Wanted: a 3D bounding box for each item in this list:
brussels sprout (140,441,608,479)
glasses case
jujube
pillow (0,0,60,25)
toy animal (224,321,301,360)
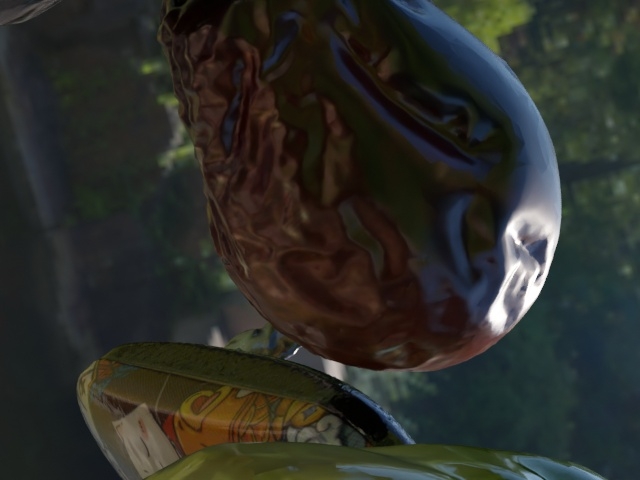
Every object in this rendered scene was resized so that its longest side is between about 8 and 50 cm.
[{"bbox_3d":[0.007,0.181,0.476,0.294,0.259,0.227,83,-6,-56],"label":"brussels sprout"},{"bbox_3d":[-0.040,0.125,1.027,0.321,0.082,0.122,4,-48,57],"label":"glasses case"},{"bbox_3d":[0.014,-0.046,0.838,0.236,0.168,0.168,54,16,-34],"label":"jujube"},{"bbox_3d":[-0.140,-0.145,0.672,0.084,0.236,0.223,48,-46,16],"label":"pillow"},{"bbox_3d":[-0.006,0.002,1.343,0.255,0.089,0.170,-65,-165,-7],"label":"toy animal"}]
